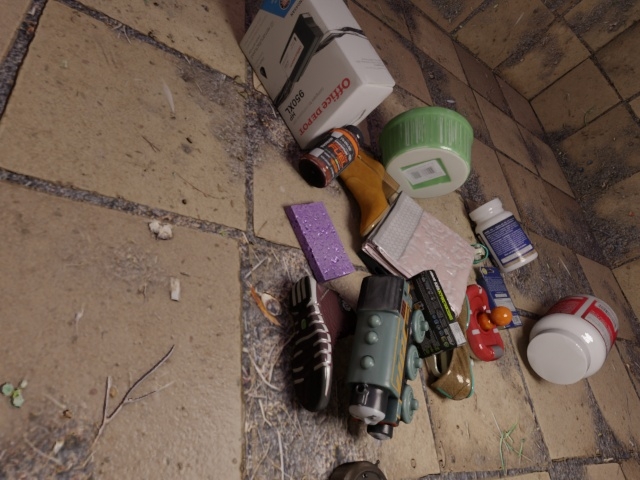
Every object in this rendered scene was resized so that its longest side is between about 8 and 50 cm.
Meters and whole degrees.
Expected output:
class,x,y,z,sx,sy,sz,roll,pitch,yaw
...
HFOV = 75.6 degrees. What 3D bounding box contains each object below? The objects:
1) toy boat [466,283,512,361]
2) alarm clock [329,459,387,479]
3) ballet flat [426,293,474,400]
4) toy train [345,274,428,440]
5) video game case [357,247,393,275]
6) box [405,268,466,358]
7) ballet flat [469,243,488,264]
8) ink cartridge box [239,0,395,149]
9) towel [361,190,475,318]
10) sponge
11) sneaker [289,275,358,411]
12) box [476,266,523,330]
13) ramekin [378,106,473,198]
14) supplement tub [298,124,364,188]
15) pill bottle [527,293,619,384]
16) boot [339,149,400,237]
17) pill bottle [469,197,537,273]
class,x,y,z,sx,sy,sz,roll,pitch,yaw
toy boat,0.503,0.238,1.243,0.151,0.151,0.231,7,59,-39
alarm clock,0.061,0.482,0.757,0.192,0.064,0.129,4,61,-37
ballet flat,0.342,0.260,1.137,0.124,0.116,0.342,17,54,-8
toy train,0.133,0.233,0.876,0.190,0.142,0.333,54,42,-43
video game case,0.263,0.065,1.206,0.248,0.035,0.275,48,41,7
box,0.234,0.192,1.012,0.045,0.184,0.190,-2,64,-42
ballet flat,0.500,0.044,1.420,0.247,0.087,0.083,-4,67,-43
ink cartridge box,-0.019,-0.503,1.175,0.166,0.285,0.394,-22,79,-46
towel,0.305,0.024,1.202,0.317,0.053,0.332,39,42,0
sponge,0.000,0.000,1.045,0.117,0.031,0.210,-11,71,-45
sneaker,0.028,0.215,0.874,0.163,0.106,0.281,20,50,-35
box,0.629,0.202,1.466,0.136,0.036,0.225,5,61,-40
ramekin,0.339,-0.268,1.338,0.303,0.303,0.148,25,57,-28
supplement tub,0.036,-0.240,1.141,0.106,0.106,0.198,47,64,-7
pill bottle,0.886,0.345,1.457,0.408,0.229,0.229,-13,72,-45
boot,0.107,-0.154,1.210,0.211,0.104,0.295,38,45,-4
pill bottle,0.695,-0.020,1.588,0.153,0.153,0.264,-18,76,-47
